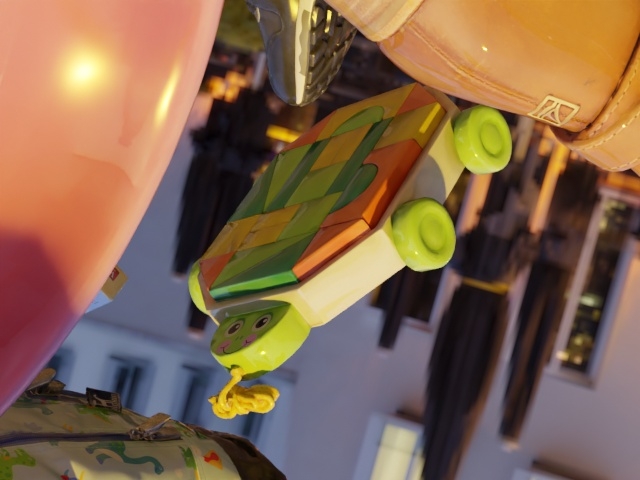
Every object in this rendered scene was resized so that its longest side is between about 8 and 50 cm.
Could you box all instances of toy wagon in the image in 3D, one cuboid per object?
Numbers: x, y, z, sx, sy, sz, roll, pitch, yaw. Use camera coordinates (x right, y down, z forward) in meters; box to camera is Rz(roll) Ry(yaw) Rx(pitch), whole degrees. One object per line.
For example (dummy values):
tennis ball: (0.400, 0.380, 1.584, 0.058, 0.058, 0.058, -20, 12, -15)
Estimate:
toy wagon: (0.000, 0.000, 1.205, 0.267, 0.344, 0.068, -15, 121, 44)

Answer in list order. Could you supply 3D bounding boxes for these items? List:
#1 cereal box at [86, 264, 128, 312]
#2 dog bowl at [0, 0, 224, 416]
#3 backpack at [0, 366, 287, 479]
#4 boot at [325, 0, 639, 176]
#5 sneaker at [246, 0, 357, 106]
cereal box: (-0.347, 0.026, 1.626, 0.240, 0.047, 0.173, -23, 115, 40)
dog bowl: (-0.182, -0.065, 0.573, 0.150, 0.408, 0.408, 28, -173, 13)
backpack: (-0.239, 0.241, 1.123, 0.273, 0.290, 0.355, 42, -163, 21)
boot: (0.101, -0.152, 0.563, 0.220, 0.283, 0.109, 32, 136, -11)
sneaker: (-0.036, -0.230, 0.995, 0.124, 0.283, 0.107, 15, -143, 18)
